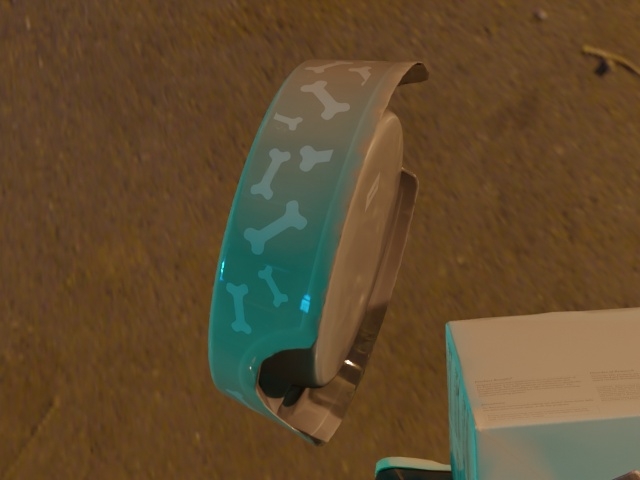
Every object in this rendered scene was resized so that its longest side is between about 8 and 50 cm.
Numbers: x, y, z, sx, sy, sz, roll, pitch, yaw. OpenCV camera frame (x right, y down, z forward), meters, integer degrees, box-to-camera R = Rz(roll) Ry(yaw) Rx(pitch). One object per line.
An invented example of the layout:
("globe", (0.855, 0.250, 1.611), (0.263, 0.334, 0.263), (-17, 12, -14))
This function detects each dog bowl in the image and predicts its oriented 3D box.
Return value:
("dog bowl", (0.000, 0.000, 1.546), (0.102, 0.349, 0.349), (15, 109, 10))

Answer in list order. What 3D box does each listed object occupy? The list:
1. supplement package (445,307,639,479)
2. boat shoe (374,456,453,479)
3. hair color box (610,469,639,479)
("supplement package", (0.207, 0.162, 1.406), (0.194, 0.203, 0.149), (-4, 110, -1))
("boat shoe", (0.162, 0.286, 1.900), (0.233, 0.079, 0.084), (-1, 139, 25))
("hair color box", (0.141, 0.266, 0.846), (0.110, 0.185, 0.339), (-20, 149, -3))
